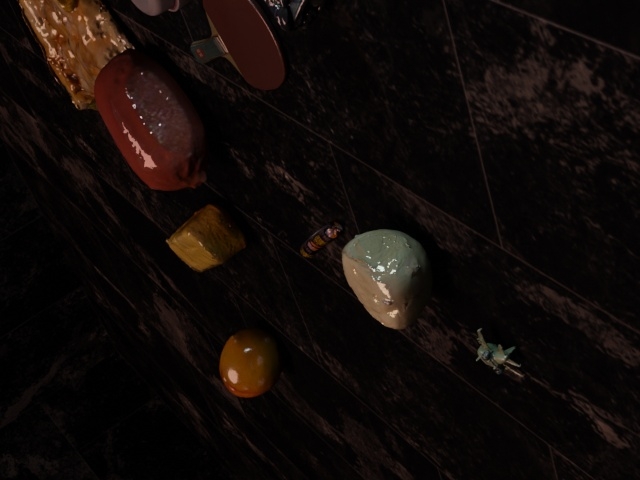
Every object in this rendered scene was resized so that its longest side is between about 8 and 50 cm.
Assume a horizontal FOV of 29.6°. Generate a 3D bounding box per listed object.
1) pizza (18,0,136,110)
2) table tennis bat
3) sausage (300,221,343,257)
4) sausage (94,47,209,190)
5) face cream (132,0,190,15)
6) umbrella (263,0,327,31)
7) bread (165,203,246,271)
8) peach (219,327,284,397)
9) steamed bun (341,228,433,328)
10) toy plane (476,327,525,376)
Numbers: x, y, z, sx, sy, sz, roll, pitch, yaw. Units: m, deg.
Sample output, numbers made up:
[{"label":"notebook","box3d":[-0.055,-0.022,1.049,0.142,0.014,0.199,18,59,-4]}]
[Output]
[{"label":"pizza","box3d":[-0.463,-0.379,2.199,0.435,0.080,0.392,52,162,17]},{"label":"table tennis bat","box3d":[-0.117,-0.263,1.600,0.154,0.021,0.274,60,160,-14]},{"label":"sausage","box3d":[0.000,0.000,1.756,0.028,0.025,0.198,58,163,1]},{"label":"sausage","box3d":[-0.267,-0.187,1.928,0.254,0.148,0.148,56,162,2]},{"label":"face cream","box3d":[-0.197,-0.347,1.518,0.117,0.104,0.117,47,160,24]},{"label":"umbrella","box3d":[-0.076,-0.325,1.313,0.224,0.071,0.080,54,135,22]},{"label":"bread","box3d":[-0.199,-0.003,2.167,0.102,0.094,0.245,48,164,-6]},{"label":"peach","box3d":[-0.137,0.241,2.373,0.138,0.138,0.138,48,161,23]},{"label":"steamed bun","box3d":[0.090,0.044,1.489,0.130,0.091,0.112,38,151,50]},{"label":"toy plane","box3d":[0.207,0.137,1.448,0.080,0.033,0.083,44,165,-13]}]
